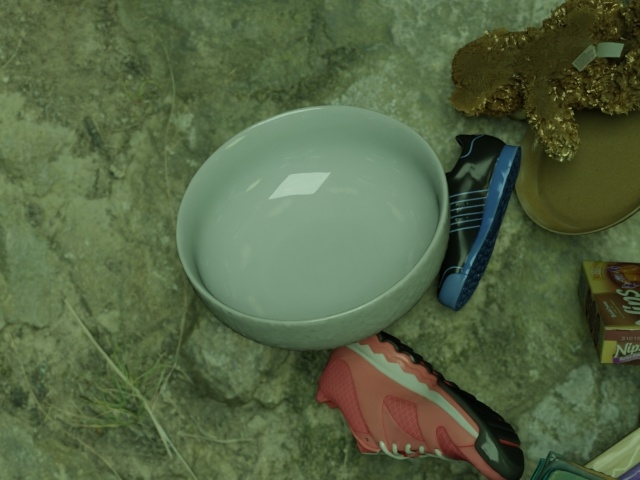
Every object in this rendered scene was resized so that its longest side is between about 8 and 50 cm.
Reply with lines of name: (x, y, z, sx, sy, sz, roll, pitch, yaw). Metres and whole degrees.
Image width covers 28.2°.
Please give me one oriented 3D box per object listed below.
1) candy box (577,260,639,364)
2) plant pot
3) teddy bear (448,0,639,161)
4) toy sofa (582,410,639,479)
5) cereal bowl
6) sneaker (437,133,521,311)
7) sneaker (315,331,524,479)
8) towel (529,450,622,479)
candy box: (0.383, 0.087, 1.557, 0.109, 0.186, 0.053, 2, 113, 2)
plant pot: (0.353, -0.109, 1.610, 0.236, 0.032, 0.236, -23, 52, 33)
teddy bear: (0.334, -0.217, 1.606, 0.338, 0.113, 0.245, -24, 56, 23)
toy sofa: (0.330, 0.322, 1.510, 0.362, 0.150, 0.177, -32, 80, -10)
cereal bowl: (0.000, 0.000, 1.574, 0.339, 0.141, 0.339, -7, 52, 9)
sneaker: (0.182, -0.027, 1.642, 0.090, 0.081, 0.232, 18, 80, 20)
sneaker: (0.115, 0.222, 1.540, 0.314, 0.116, 0.136, 36, 95, 41)
towel: (0.302, 0.392, 1.421, 0.370, 0.040, 0.271, 25, 101, -36)
